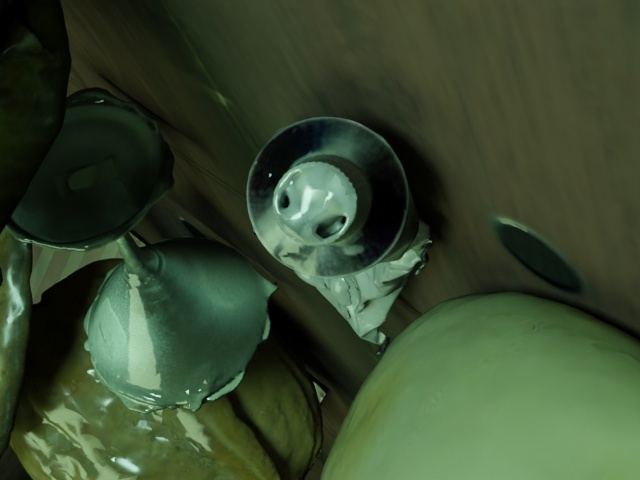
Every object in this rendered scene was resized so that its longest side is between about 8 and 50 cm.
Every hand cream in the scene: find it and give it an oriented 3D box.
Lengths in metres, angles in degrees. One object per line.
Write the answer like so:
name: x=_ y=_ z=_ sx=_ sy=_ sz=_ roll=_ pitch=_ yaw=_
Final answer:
hand cream: x=0.003 y=-0.003 z=0.519 sx=0.084 sy=0.050 sz=0.257 roll=41 pitch=175 yaw=7

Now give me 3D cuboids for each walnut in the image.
walnut: x=-0.110 y=0.117 z=0.959 sx=0.245 sy=0.198 sz=0.198 roll=40 pitch=169 yaw=-5

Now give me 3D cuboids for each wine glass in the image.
wine glass: x=-0.100 y=0.005 z=0.746 sx=0.122 sy=0.122 sz=0.183 roll=35 pitch=161 yaw=26

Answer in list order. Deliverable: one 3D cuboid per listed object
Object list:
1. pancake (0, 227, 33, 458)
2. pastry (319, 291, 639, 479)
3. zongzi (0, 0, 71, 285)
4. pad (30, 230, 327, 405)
pancake: x=-0.239 y=0.022 z=0.933 sx=0.033 sy=0.288 sz=0.286 roll=6 pitch=150 yaw=-26
pastry: x=0.109 y=0.134 z=0.490 sx=0.265 sy=0.133 sz=0.265 roll=34 pitch=167 yaw=9
zongzi: x=-0.232 y=-0.097 z=0.634 sx=0.403 sy=0.208 sz=0.432 roll=30 pitch=180 yaw=17
pad: x=-0.149 y=0.097 z=1.149 sx=0.300 sy=0.005 sz=0.202 roll=39 pitch=127 yaw=11
